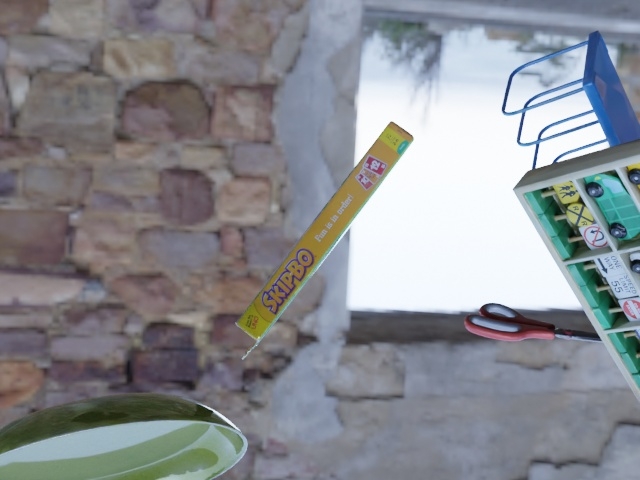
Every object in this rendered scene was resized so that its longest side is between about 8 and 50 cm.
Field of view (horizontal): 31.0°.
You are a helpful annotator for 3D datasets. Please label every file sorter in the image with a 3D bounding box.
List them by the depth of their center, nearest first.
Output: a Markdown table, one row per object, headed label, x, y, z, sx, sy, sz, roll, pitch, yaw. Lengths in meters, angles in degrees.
| label | x | y | z | sx | sy | sz | roll | pitch | yaw |
| --- | --- | --- | --- | --- | --- | --- | --- | --- | --- |
| file sorter | 0.274 | -0.107 | 1.217 | 0.104 | 0.170 | 0.118 | -18 | -152 | 27 |

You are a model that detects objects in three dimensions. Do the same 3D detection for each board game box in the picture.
| label | x | y | z | sx | sy | sz | roll | pitch | yaw |
| --- | --- | --- | --- | --- | --- | --- | --- | --- | --- |
| board game box | 0.000 | 0.000 | 1.116 | 0.039 | 0.259 | 0.124 | 35 | -178 | 2 |

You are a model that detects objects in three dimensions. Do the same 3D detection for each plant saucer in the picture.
| label | x | y | z | sx | sy | sz | roll | pitch | yaw |
| --- | --- | --- | --- | --- | --- | --- | --- | --- | --- |
| plant saucer | -0.179 | 0.173 | 0.921 | 0.241 | 0.037 | 0.241 | -12 | 154 | -6 |

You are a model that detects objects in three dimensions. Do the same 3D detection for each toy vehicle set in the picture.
| label | x | y | z | sx | sy | sz | roll | pitch | yaw |
| --- | --- | --- | --- | --- | --- | --- | --- | --- | --- |
| toy vehicle set | 0.313 | 0.033 | 1.068 | 0.166 | 0.267 | 0.035 | -16 | -156 | 46 |

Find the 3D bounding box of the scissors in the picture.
| label | x | y | z | sx | sy | sz | roll | pitch | yaw |
| --- | --- | --- | --- | --- | --- | --- | --- | --- | --- |
| scissors | 0.386 | 0.157 | 1.894 | 0.297 | 0.021 | 0.109 | 14 | -156 | 19 |
